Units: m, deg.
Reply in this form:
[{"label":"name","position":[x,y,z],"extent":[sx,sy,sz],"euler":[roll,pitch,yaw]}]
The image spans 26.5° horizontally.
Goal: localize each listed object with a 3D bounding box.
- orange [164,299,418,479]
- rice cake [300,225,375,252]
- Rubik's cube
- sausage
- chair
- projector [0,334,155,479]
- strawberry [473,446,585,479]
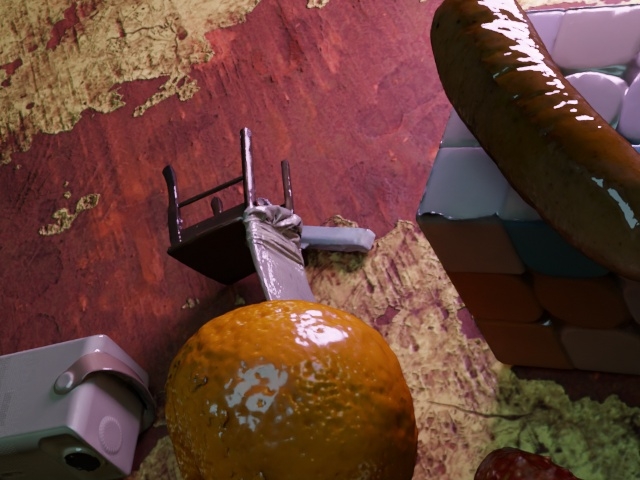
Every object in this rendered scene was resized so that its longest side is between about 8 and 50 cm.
[{"label":"orange","position":[-0.028,0.235,1.685],"extent":[0.293,0.340,0.340],"euler":[-22,41,-21]},{"label":"rice cake","position":[0.000,0.000,2.068],"extent":[0.180,0.030,0.042],"euler":[3,62,33]},{"label":"Rubik's cube","position":[0.365,-0.059,1.688],"extent":[0.347,0.344,0.346],"euler":[4,57,31]},{"label":"sausage","position":[0.242,-0.122,1.484],"extent":[0.136,0.123,0.501],"euler":[-10,43,-18]},{"label":"chair","position":[-0.112,0.016,2.019],"extent":[0.186,0.160,0.319],"euler":[-24,58,22]},{"label":"projector","position":[-0.368,0.253,1.978],"extent":[0.242,0.163,0.177],"euler":[-13,50,24]},{"label":"strawberry","position":[0.258,0.360,1.455],"extent":[0.267,0.312,0.351],"euler":[-12,27,-6]}]
